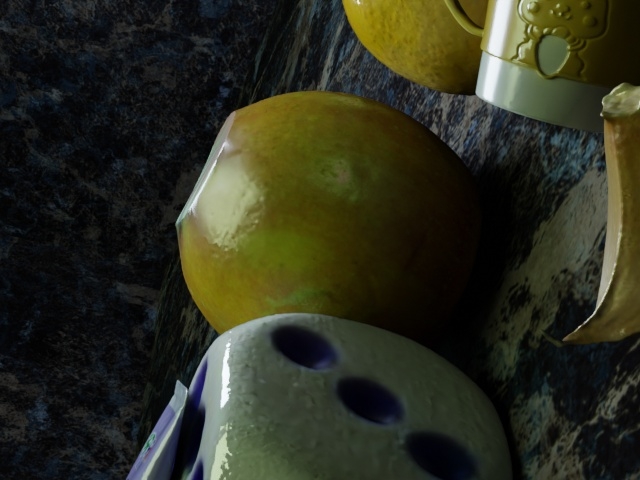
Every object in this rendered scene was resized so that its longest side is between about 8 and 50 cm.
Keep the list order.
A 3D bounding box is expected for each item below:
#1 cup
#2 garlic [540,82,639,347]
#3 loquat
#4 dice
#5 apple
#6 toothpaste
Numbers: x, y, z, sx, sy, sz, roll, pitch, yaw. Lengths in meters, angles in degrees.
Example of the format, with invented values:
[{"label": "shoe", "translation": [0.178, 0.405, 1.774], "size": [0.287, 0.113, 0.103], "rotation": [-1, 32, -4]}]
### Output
[{"label": "cup", "translation": [0.216, -0.232, 1.044], "size": [0.185, 0.241, 0.226], "rotation": [-27, -48, -65]}, {"label": "garlic", "translation": [0.263, -0.009, 0.860], "size": [0.115, 0.128, 0.207], "rotation": [14, 96, 35]}, {"label": "loquat", "translation": [0.153, -0.297, 1.231], "size": [0.275, 0.275, 0.275], "rotation": [-165, 90, -76]}, {"label": "dice", "translation": [0.000, 0.276, 1.155], "size": [0.277, 0.304, 0.304], "rotation": [-97, 26, -55]}, {"label": "apple", "translation": [0.000, 0.000, 1.361], "size": [0.384, 0.374, 0.374], "rotation": [134, 149, -70]}, {"label": "toothpaste", "translation": [-0.201, 0.322, 1.146], "size": [0.125, 0.080, 0.371], "rotation": [171, 121, -79]}]
